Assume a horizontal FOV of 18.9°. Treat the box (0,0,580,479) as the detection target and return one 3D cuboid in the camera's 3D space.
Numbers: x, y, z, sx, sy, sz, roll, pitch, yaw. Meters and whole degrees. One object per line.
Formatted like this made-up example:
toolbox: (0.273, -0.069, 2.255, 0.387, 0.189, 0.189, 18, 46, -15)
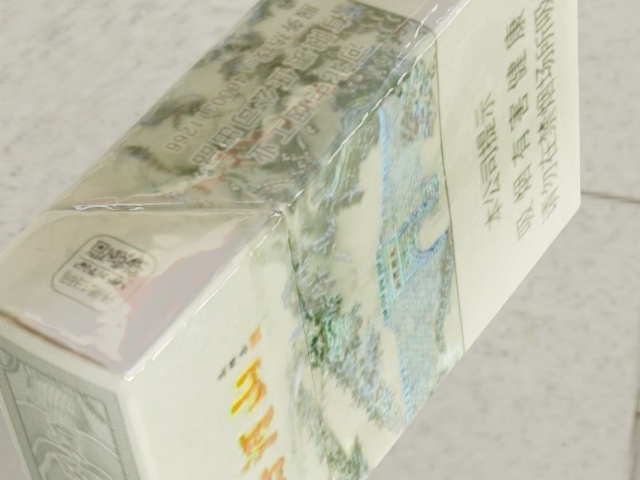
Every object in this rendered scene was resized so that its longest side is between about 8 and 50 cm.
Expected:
box: (0.000, 0.000, 0.665, 0.256, 0.069, 0.164, -49, 148, -31)
